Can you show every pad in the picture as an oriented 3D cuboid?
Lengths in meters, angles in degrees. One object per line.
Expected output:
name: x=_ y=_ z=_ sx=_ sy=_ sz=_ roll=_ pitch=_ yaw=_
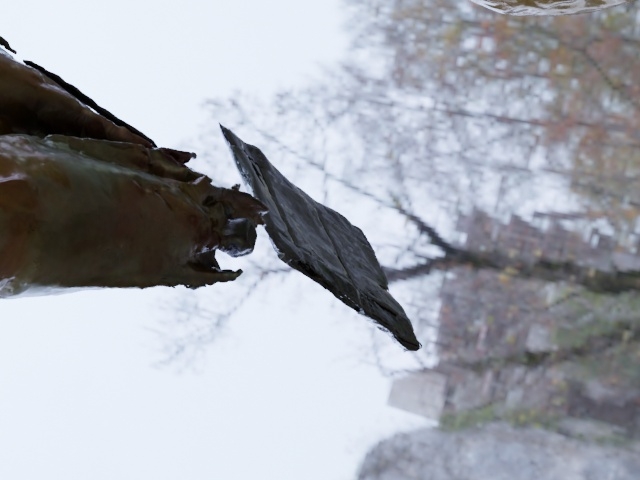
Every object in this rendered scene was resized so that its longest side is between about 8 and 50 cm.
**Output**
pad: x=0.001 y=0.000 z=1.241 sx=0.022 sy=0.174 sz=0.233 roll=-37 pitch=-43 yaw=13

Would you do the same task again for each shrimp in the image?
shrimp: x=-0.123 y=-0.035 z=0.611 sx=0.294 sy=0.062 sz=0.154 roll=17 pitch=-135 yaw=-52

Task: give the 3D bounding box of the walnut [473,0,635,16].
walnut: x=0.160 y=-0.230 z=0.904 sx=0.165 sy=0.197 sz=0.165 roll=-5 pitch=-90 yaw=-72
